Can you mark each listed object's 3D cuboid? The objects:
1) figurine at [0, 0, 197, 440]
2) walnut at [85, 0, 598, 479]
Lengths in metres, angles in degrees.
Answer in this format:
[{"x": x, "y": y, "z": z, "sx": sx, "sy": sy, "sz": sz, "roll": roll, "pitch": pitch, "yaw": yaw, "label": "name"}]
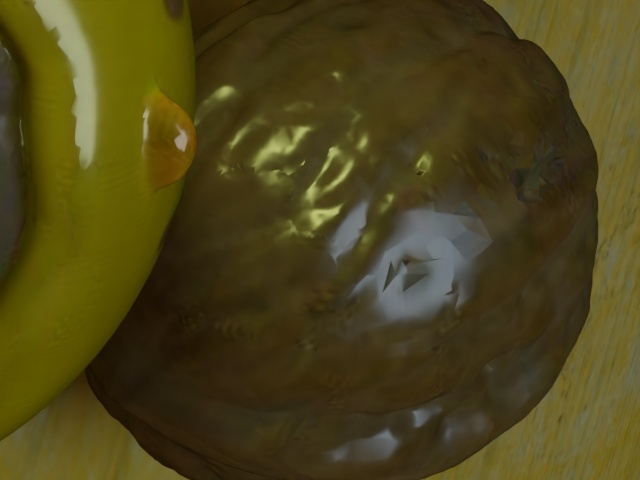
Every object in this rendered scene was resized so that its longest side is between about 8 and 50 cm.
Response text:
[{"x": -0.177, "y": -0.029, "z": 0.384, "sx": 0.344, "sy": 0.187, "sz": 0.215, "roll": -12, "pitch": 123, "yaw": -47, "label": "figurine"}, {"x": 0.000, "y": 0.000, "z": 0.646, "sx": 0.213, "sy": 0.213, "sz": 0.213, "roll": -28, "pitch": 126, "yaw": -47, "label": "walnut"}]
